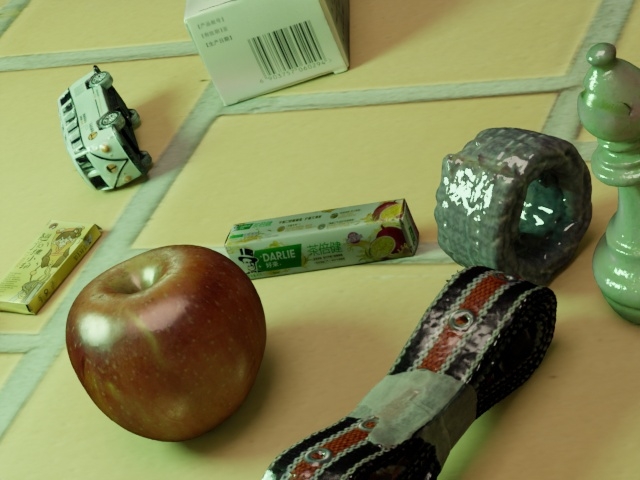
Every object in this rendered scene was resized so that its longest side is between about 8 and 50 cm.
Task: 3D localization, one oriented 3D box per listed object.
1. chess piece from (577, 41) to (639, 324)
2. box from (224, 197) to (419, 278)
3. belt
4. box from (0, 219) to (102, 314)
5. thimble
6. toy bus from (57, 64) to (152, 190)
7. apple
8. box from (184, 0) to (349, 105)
[{"bbox_3d":[0.282,-0.062,1.558,0.139,0.271,0.139,-18,34,13],"label":"chess piece"},{"bbox_3d":[0.000,0.000,1.843,0.207,0.050,0.041,-8,36,22],"label":"box"},{"bbox_3d":[0.084,0.152,1.526,0.094,0.126,0.359,12,47,39],"label":"belt"},{"bbox_3d":[-0.320,0.028,2.028,0.073,0.020,0.149,3,43,35],"label":"box"},{"bbox_3d":[0.185,-0.033,1.691,0.150,0.150,0.098,-41,40,-23],"label":"thimble"},{"bbox_3d":[-0.271,-0.132,2.161,0.089,0.087,0.194,-30,34,4],"label":"toy bus"},{"bbox_3d":[-0.147,0.103,1.709,0.201,0.162,0.201,-19,23,8],"label":"apple"},{"bbox_3d":[-0.065,-0.336,2.249,0.173,0.145,0.333,-15,36,11],"label":"box"}]
